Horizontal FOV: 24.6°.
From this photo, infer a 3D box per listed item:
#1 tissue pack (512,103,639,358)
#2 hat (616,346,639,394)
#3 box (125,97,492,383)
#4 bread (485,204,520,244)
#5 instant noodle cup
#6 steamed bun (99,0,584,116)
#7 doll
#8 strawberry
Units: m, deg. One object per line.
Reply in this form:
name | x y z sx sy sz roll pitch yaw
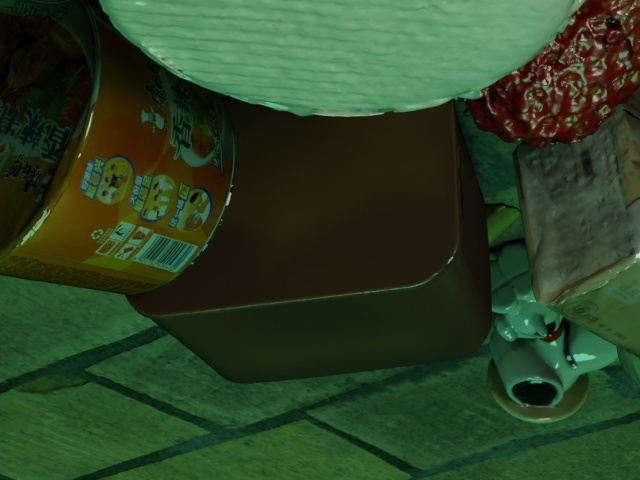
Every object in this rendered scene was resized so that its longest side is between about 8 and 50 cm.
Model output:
tissue pack | 0.384 -0.007 1.527 0.305 0.239 0.238 27 142 -36
hat | 0.483 0.088 1.747 0.275 0.232 0.161 -27 106 14
box | 0.000 0.000 1.527 0.339 0.239 0.229 -8 151 16
bread | 0.174 -0.014 1.695 0.062 0.103 0.049 36 151 29
instant noodle cup | -0.231 -0.079 1.371 0.296 0.296 0.214 -21 152 33
steamed bun | 0.010 -0.264 1.052 0.374 0.241 0.374 0 155 0
doll | 0.260 0.116 1.850 0.271 0.144 0.208 24 122 -40
strawberry | 0.235 -0.158 1.366 0.190 0.111 0.236 21 144 -28
